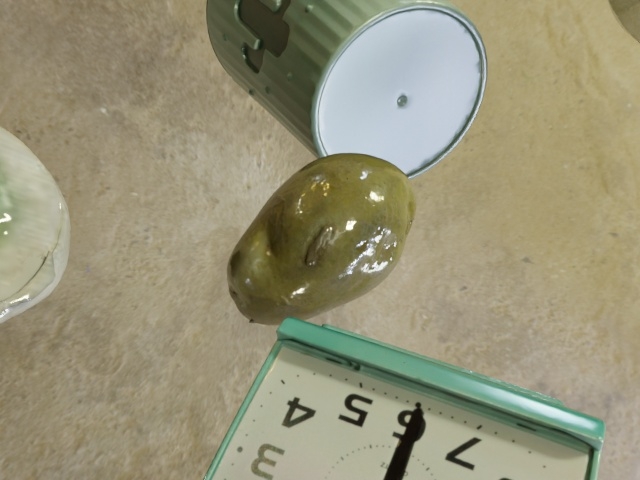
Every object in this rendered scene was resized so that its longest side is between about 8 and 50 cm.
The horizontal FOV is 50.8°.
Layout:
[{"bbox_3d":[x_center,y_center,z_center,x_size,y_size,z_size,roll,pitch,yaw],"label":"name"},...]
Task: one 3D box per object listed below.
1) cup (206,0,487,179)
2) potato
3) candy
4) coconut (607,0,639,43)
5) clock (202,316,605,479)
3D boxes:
[{"bbox_3d":[0.027,-0.320,0.967,0.310,0.392,0.401,-18,131,-16],"label":"cup"},{"bbox_3d":[0.000,0.000,0.743,0.235,0.178,0.160,-39,58,-9],"label":"potato"},{"bbox_3d":[-0.543,-0.026,0.887,0.426,0.186,0.386,8,61,-40],"label":"candy"},{"bbox_3d":[0.433,-0.318,0.724,0.241,0.241,0.241,0,90,-5],"label":"coconut"},{"bbox_3d":[0.051,0.205,0.501,0.262,0.116,0.231,15,58,20],"label":"clock"}]
